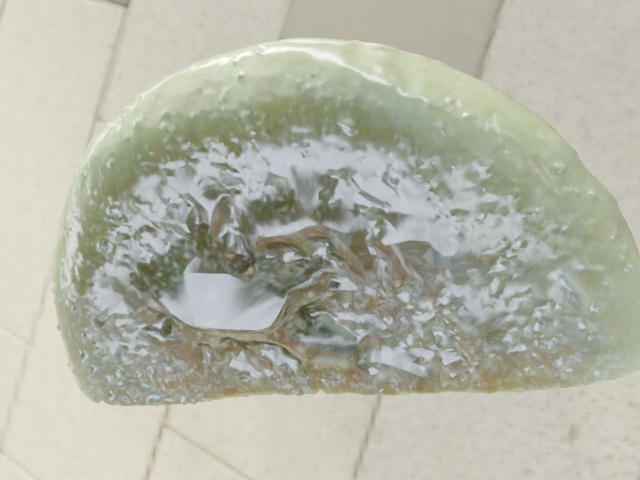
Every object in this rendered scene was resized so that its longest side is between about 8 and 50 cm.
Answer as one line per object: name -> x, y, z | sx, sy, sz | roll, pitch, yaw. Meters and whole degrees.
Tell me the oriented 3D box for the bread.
bread -> -0.004, -0.003, 0.411 | 0.193, 0.036, 0.112 | -5, 118, 20
